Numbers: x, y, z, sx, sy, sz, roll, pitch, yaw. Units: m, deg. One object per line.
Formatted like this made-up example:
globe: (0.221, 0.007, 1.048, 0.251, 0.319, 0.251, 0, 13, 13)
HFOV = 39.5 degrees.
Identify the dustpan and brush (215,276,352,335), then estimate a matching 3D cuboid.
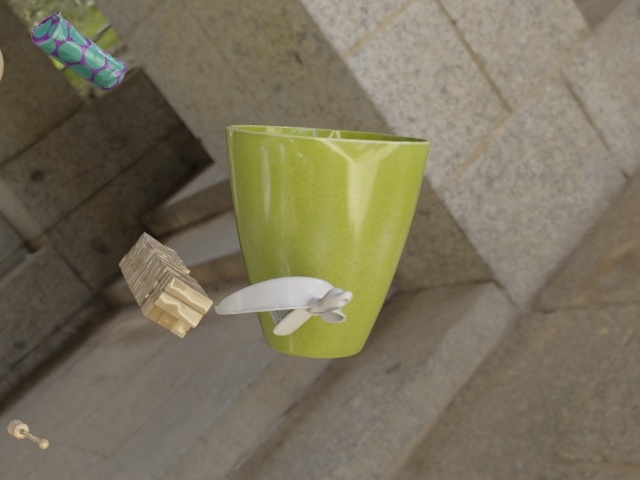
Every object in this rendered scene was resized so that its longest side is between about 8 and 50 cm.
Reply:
dustpan and brush: (-0.018, 0.073, 0.996, 0.211, 0.147, 0.060, 138, 134, -55)

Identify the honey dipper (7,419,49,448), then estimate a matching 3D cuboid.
honey dipper: (-0.543, 0.365, 1.669, 0.160, 0.030, 0.030, 2, 39, 51)

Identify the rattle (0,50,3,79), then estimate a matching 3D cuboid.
rattle: (-0.600, -0.329, 1.457, 0.142, 0.130, 0.200, -9, -64, -63)

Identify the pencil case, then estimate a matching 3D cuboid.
pencil case: (-0.393, -0.309, 1.461, 0.064, 0.151, 0.070, -22, 51, 30)

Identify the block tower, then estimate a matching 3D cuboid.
block tower: (-0.305, 0.078, 1.710, 0.091, 0.097, 0.335, -54, 24, 0)

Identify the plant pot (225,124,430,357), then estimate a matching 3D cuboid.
plant pot: (0.000, 0.000, 1.214, 0.274, 0.294, 0.275, 4, 10, -1)
